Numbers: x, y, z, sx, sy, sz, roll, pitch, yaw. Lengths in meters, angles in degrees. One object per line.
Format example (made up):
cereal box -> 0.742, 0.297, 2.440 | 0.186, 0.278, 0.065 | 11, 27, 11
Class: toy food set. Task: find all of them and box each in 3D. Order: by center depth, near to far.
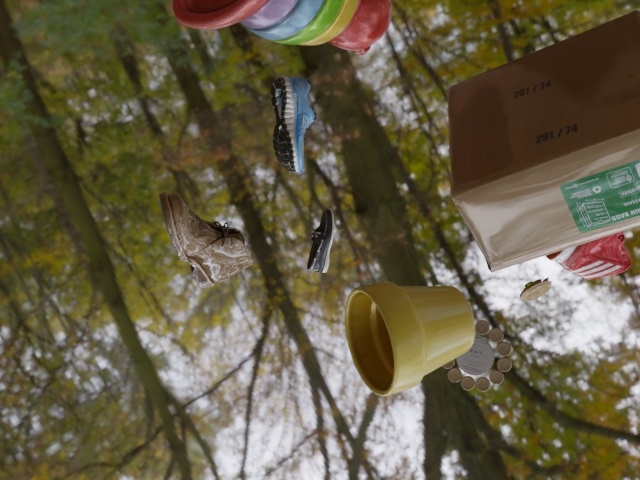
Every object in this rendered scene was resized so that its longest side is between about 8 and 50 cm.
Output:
toy food set -> 0.499, 0.114, 2.222 | 0.083, 0.020, 0.082 | -12, 150, -24

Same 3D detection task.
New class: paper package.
paper package -> 0.362, -0.145, 1.413 | 0.325, 0.168, 0.309 | -20, -143, 22

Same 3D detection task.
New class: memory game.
memory game -> 0.391, 0.290, 2.412 | 0.186, 0.186, 0.012 | -19, 175, 19

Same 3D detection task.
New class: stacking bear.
stacking bear -> -0.019, -0.323, 1.238 | 0.164, 0.175, 0.289 | 19, -172, 40

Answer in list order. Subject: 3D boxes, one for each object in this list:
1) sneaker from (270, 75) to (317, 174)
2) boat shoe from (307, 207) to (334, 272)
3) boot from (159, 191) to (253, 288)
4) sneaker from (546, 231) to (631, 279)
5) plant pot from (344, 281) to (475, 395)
sneaker -> -0.033, -0.185, 1.545 | 0.073, 0.162, 0.063 | -12, -158, -30
boat shoe -> 0.000, 0.000, 1.775 | 0.038, 0.125, 0.046 | 4, -157, -13
boot -> -0.202, -0.013, 1.699 | 0.115, 0.112, 0.305 | -17, 155, 4
sneaker -> 0.480, -0.033, 1.579 | 0.221, 0.128, 0.087 | -52, -159, 15
plant pot -> 0.214, 0.208, 2.218 | 0.239, 0.254, 0.254 | -12, -168, -23
